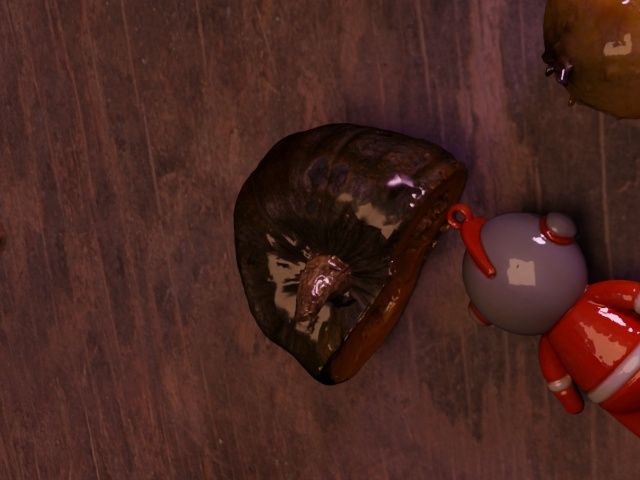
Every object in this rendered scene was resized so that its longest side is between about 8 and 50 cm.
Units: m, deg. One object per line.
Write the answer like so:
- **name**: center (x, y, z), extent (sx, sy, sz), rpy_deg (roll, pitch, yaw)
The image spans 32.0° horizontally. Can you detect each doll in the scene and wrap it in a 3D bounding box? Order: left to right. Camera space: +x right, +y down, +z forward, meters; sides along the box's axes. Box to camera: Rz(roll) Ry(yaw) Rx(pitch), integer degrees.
- **doll**: center (0.268, 0.075, 1.217), extent (0.336, 0.105, 0.200), rpy_deg (40, 129, 8)

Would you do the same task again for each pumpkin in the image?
- **pumpkin**: center (0.000, 0.000, 1.289), extent (0.232, 0.242, 0.325), rpy_deg (31, 121, 14)

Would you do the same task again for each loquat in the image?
- **loquat**: center (0.300, -0.206, 1.049), extent (0.204, 0.149, 0.172), rpy_deg (-32, 63, 8)
